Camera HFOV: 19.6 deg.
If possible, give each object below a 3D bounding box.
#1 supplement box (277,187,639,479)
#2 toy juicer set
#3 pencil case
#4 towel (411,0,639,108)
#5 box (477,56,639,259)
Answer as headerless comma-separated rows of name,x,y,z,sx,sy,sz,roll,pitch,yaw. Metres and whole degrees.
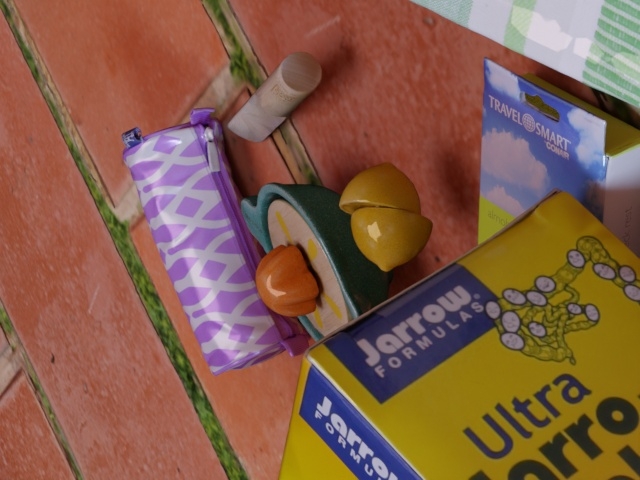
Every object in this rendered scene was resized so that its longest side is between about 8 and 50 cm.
supplement box,0.100,0.179,1.077,0.195,0.194,0.356,45,150,23
toy juicer set,0.000,0.000,1.255,0.329,0.089,0.209,58,161,22
pencil case,-0.078,0.001,1.424,0.088,0.086,0.206,-23,89,37
towel,0.184,-0.148,0.859,0.325,0.038,0.248,29,136,20
box,0.141,-0.016,1.098,0.109,0.042,0.178,34,136,44
